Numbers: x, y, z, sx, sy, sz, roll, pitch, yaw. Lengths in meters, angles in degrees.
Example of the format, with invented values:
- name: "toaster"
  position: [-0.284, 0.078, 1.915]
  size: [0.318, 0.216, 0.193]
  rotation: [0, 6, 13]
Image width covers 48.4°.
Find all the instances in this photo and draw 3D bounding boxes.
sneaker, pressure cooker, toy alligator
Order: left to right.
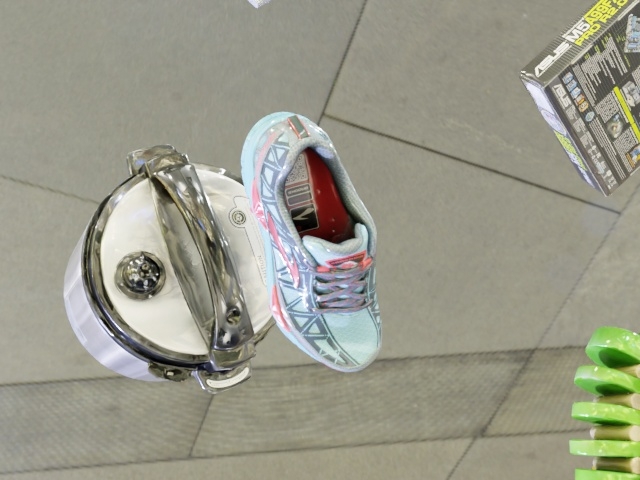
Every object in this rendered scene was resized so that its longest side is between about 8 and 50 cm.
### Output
- name: "pressure cooker"
  position: [-0.251, 0.065, 1.271]
  size: [0.369, 0.376, 0.420]
  rotation: [31, 155, -14]
- name: "sneaker"
  position: [-0.001, 0.016, 0.645]
  size: [0.104, 0.125, 0.262]
  rotation: [-24, 108, -14]
- name: "toy alligator"
  position: [0.120, 0.100, 0.274]
  size: [0.051, 0.056, 0.190]
  rotation: [13, 73, -5]

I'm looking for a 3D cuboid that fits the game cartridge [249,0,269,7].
- name: "game cartridge"
  position: [-0.071, -0.293, 0.779]
  size: [0.056, 0.083, 0.017]
  rotation: [-36, 159, -12]

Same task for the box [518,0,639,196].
- name: "box"
  position: [0.433, -0.219, 1.029]
  size: [0.216, 0.060, 0.270]
  rotation: [-44, 130, 7]
